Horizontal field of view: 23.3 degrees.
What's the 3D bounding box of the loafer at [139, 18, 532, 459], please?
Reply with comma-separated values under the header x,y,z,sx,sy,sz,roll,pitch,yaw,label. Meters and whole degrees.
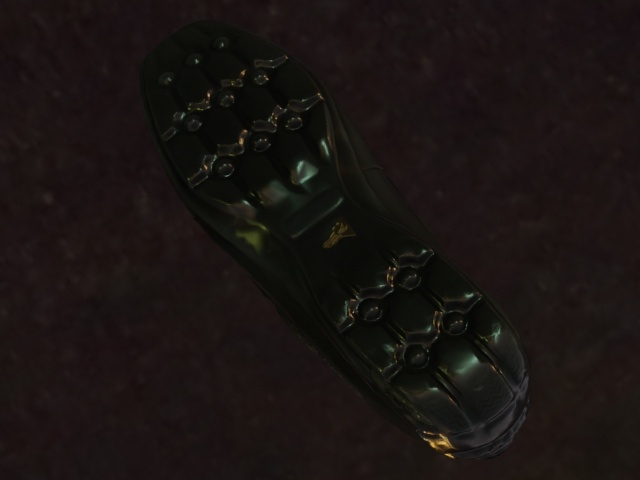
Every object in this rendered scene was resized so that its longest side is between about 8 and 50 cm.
x,y,z,sx,sy,sz,roll,pitch,yaw,label
0.000,0.000,0.618,0.076,0.223,0.078,-35,152,-10,loafer
